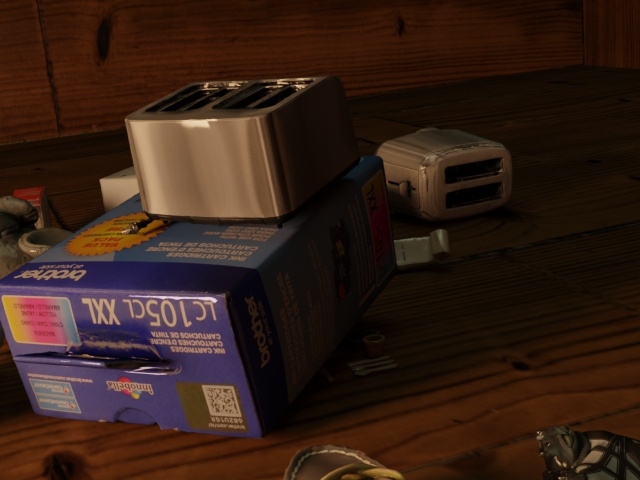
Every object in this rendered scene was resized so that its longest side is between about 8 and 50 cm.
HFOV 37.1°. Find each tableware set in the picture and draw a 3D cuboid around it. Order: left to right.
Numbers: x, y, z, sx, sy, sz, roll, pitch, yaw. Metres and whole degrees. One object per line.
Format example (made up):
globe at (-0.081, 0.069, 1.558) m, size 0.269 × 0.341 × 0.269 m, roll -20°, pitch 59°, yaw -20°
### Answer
tableware set at (-0.005, 0.115, 0.966) m, size 0.154 × 0.024 × 0.104 m, roll -10°, pitch 15°, yaw -13°

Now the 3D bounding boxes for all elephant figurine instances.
elephant figurine at (-0.315, 0.047, 1.124) m, size 0.239 × 0.169 × 0.186 m, roll 20°, pitch 54°, yaw 25°

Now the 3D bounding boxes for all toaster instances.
toaster at (-0.078, -0.085, 0.902) m, size 0.168 × 0.110 × 0.186 m, roll 2°, pitch 25°, yaw 30°
toaster at (0.206, -0.104, 1.531) m, size 0.227 × 0.129 × 0.146 m, roll -10°, pitch 19°, yaw -25°

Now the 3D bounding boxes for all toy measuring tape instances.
toy measuring tape at (0.000, 0.000, 1.209) m, size 0.330 × 0.121 × 0.121 m, roll -5°, pitch 15°, yaw 2°

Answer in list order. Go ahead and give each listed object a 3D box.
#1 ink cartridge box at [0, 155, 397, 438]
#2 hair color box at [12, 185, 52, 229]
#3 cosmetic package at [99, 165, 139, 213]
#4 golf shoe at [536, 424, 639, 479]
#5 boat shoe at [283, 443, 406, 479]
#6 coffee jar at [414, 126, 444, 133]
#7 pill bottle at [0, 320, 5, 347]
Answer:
ink cartridge box at (-0.119, 0.052, 0.937) m, size 0.270 × 0.151 × 0.395 m, roll 0°, pitch 25°, yaw 27°
hair color box at (-0.465, -0.027, 1.541) m, size 0.053 × 0.093 × 0.167 m, roll -10°, pitch 15°, yaw -13°
cosmetic package at (-0.155, -0.104, 1.713) m, size 0.377 × 0.097 × 0.284 m, roll 0°, pitch 14°, yaw 21°
golf shoe at (0.192, 0.167, 0.593) m, size 0.094 × 0.077 × 0.198 m, roll -4°, pitch 16°, yaw 6°
boat shoe at (0.036, 0.185, 0.539) m, size 0.117 × 0.096 × 0.324 m, roll -8°, pitch 15°, yaw -10°
coffee jar at (0.236, -0.152, 1.756) m, size 0.079 × 0.096 × 0.184 m, roll -12°, pitch 17°, yaw -15°
pill bottle at (-0.400, 0.116, 0.922) m, size 0.118 × 0.117 × 0.208 m, roll -2°, pitch 16°, yaw 15°
